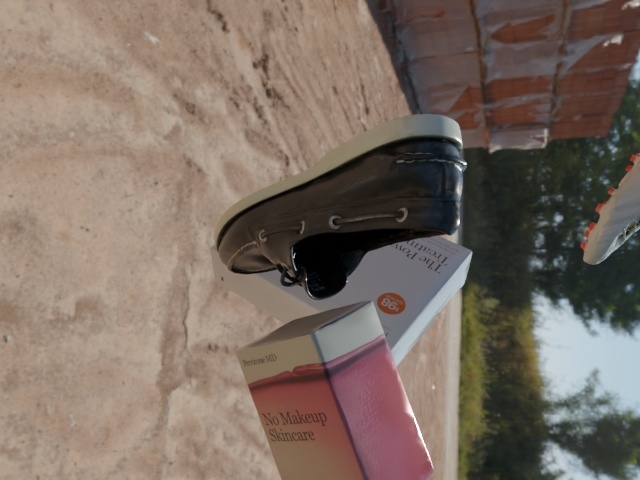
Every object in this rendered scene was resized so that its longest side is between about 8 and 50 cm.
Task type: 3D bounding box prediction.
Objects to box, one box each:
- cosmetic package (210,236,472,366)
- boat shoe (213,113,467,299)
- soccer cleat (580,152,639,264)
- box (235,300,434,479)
[{"bbox_3d":[0.036,0.047,1.015,0.284,0.377,0.097,-43,147,-35],"label":"cosmetic package"},{"bbox_3d":[0.003,0.000,0.561,0.127,0.340,0.113,7,67,-45],"label":"boat shoe"},{"bbox_3d":[0.400,-0.045,0.701,0.196,0.076,0.068,-52,153,-11],"label":"soccer cleat"},{"bbox_3d":[0.017,0.212,0.698,0.127,0.149,0.232,-20,89,-48],"label":"box"}]
